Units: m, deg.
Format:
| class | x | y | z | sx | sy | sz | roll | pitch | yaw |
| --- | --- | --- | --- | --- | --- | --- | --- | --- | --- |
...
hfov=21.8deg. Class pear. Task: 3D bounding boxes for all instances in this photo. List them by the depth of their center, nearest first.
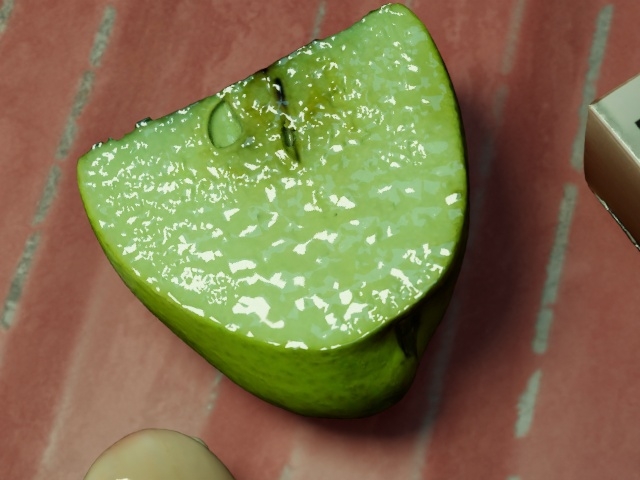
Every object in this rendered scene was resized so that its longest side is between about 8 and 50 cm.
| class | x | y | z | sx | sy | sz | roll | pitch | yaw |
| --- | --- | --- | --- | --- | --- | --- | --- | --- | --- |
| pear | 0.000 | 0.000 | 1.183 | 0.292 | 0.159 | 0.292 | -4 | 67 | 9 |

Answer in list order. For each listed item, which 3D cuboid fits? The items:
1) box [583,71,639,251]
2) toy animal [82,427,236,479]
| class | x | y | z | sx | sy | sz | roll | pitch | yaw |
| --- | --- | --- | --- | --- | --- | --- | --- | --- | --- |
| box | 0.441 | -0.043 | 1.159 | 0.385 | 0.122 | 0.344 | -32 | 65 | -8 |
| toy animal | -0.090 | 0.217 | 1.044 | 0.345 | 0.277 | 0.247 | -31 | 51 | -4 |
